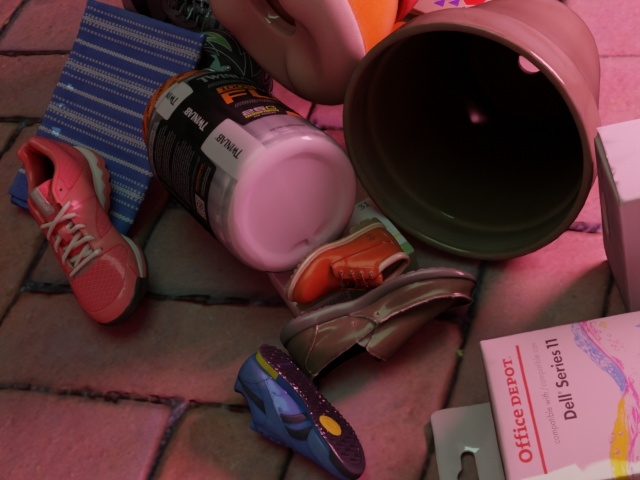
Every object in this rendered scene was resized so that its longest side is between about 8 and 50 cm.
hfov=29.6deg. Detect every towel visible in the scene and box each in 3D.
[{"bbox_3d":[-0.318,-0.175,1.775,0.243,0.040,0.336,23,91,32],"label":"towel"}]

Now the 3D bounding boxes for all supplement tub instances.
[{"bbox_3d":[-0.107,-0.105,1.592,0.193,0.194,0.316,-33,38,-14],"label":"supplement tub"}]

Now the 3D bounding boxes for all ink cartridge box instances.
[{"bbox_3d":[0.291,0.198,1.284,0.353,0.119,0.207,-12,46,6],"label":"ink cartridge box"},{"bbox_3d":[0.482,-0.042,1.376,0.306,0.226,0.131,-13,45,7],"label":"ink cartridge box"},{"bbox_3d":[0.000,0.000,1.613,0.171,0.056,0.235,-29,48,-9],"label":"ink cartridge box"}]

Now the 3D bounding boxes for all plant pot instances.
[{"bbox_3d":[0.233,-0.181,1.563,0.323,0.323,0.280,11,36,26],"label":"plant pot"}]

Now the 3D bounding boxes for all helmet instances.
[{"bbox_3d":[-0.152,-0.236,1.809,0.161,0.169,0.169,-29,44,11],"label":"helmet"}]

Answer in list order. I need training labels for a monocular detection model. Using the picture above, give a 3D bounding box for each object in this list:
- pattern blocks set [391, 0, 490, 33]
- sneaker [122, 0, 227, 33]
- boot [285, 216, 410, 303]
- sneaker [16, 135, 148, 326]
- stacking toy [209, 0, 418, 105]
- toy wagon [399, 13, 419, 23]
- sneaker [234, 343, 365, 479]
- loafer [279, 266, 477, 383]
[{"bbox_3d":[0.191,-0.379,1.829,0.285,0.026,0.325,-36,47,-15],"label":"pattern blocks set"},{"bbox_3d":[-0.194,-0.356,1.878,0.153,0.268,0.101,15,82,22],"label":"sneaker"},{"bbox_3d":[0.034,0.040,1.492,0.158,0.059,0.084,-33,55,-15],"label":"boot"},{"bbox_3d":[-0.340,-0.016,1.640,0.116,0.136,0.314,-38,56,16],"label":"sneaker"},{"bbox_3d":[0.086,-0.443,1.655,0.480,0.351,0.350,-38,48,-16],"label":"stacking toy"},{"bbox_3d":[0.115,-0.368,1.914,0.267,0.068,0.344,-34,46,-15],"label":"toy wagon"},{"bbox_3d":[-0.028,0.217,1.420,0.209,0.069,0.082,46,108,32],"label":"sneaker"},{"bbox_3d":[0.078,0.107,1.475,0.251,0.094,0.087,-22,69,10],"label":"loafer"}]
